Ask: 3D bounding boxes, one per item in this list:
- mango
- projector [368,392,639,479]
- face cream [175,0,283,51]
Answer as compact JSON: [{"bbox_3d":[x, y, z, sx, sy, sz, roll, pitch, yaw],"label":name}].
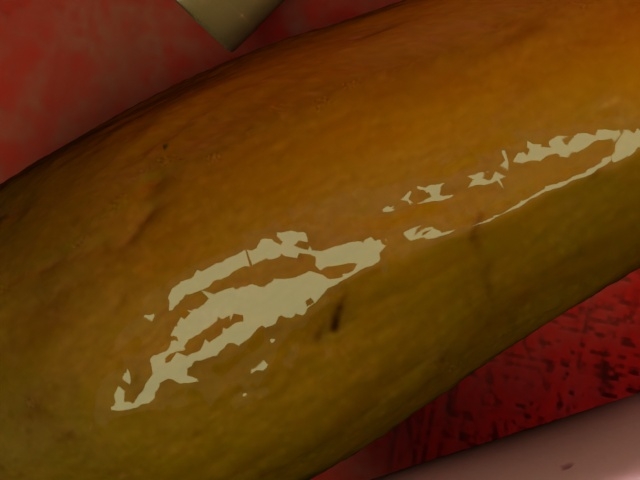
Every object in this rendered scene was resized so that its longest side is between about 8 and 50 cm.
[{"bbox_3d":[-0.003,-0.001,0.658,0.331,0.195,0.142,-27,108,2],"label":"mango"},{"bbox_3d":[0.140,0.098,0.639,0.337,0.108,0.108,-17,106,-10],"label":"projector"},{"bbox_3d":[0.021,-0.171,0.677,0.114,0.070,0.224,43,95,-11],"label":"face cream"}]
